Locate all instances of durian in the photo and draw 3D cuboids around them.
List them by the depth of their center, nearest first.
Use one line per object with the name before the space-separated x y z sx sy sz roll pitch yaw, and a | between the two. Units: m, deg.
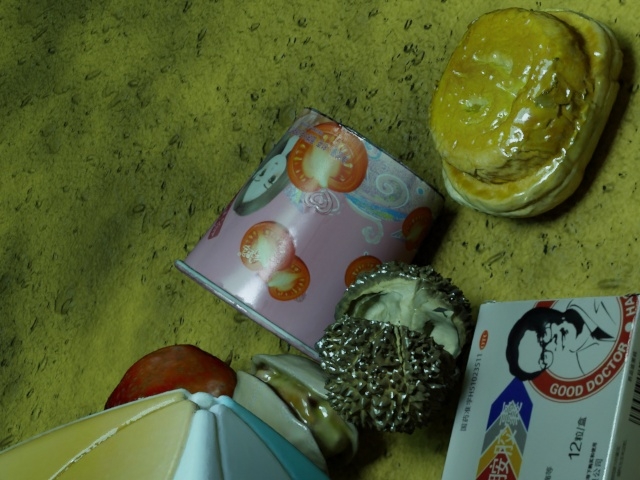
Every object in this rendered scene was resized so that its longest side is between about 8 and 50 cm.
durian | 0.084 0.123 1.881 0.167 0.196 0.196 18 83 33

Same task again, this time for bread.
bread | 0.214 -0.139 1.928 0.198 0.120 0.236 16 83 51

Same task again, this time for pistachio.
pistachio | -0.028 0.192 2.003 0.126 0.152 0.223 -36 7 -17

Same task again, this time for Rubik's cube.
Rubik's cube | -0.160 0.392 1.823 0.347 0.351 0.352 -20 46 26

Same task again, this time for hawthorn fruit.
hawthorn fruit | -0.154 0.203 2.148 0.179 0.179 0.200 -6 32 49

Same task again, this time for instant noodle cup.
instant noodle cup | 0.000 0.000 2.030 0.231 0.243 0.243 -56 36 -2

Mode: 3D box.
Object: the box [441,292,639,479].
box | 0.211 0.228 1.760 0.214 0.069 0.353 -6 63 49
